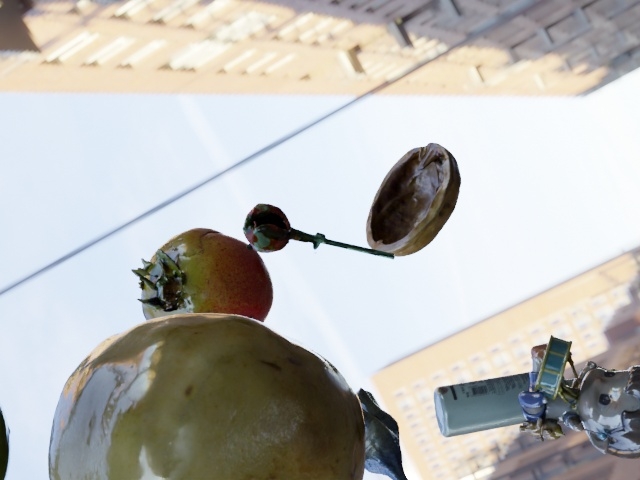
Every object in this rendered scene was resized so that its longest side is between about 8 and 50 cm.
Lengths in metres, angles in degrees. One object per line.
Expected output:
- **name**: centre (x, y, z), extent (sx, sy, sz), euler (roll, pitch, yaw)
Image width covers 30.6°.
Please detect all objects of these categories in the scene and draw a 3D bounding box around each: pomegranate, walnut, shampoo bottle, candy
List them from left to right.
- **pomegranate**: centre (-0.185, 0.079, 1.827), extent (0.235, 0.210, 0.210), euler (20, -134, -54)
- **pomegranate**: centre (-0.120, 0.232, 1.237), extent (0.332, 0.332, 0.333), euler (49, -156, -31)
- **candy**: centre (0.000, 0.000, 1.317), extent (0.184, 0.049, 0.056), euler (13, -102, -20)
- **walnut**: centre (0.165, -0.055, 1.953), extent (0.087, 0.211, 0.167), euler (34, 174, -36)
- **shampoo bottle**: centre (0.322, 0.262, 1.936), extent (0.085, 0.262, 0.085), euler (171, 90, -85)

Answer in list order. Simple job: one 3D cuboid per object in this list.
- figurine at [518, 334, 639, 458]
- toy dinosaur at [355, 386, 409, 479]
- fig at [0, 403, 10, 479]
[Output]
- **figurine**: centre (0.443, 0.247, 1.790), extent (0.161, 0.275, 0.158), euler (-67, -11, -46)
- **toy dinosaur**: centre (0.098, 0.290, 1.608), extent (0.188, 0.075, 0.248), euler (42, -169, 0)
- **fig**: centre (-0.439, 0.178, 0.986), extent (0.316, 0.316, 0.316), euler (49, -156, -31)
